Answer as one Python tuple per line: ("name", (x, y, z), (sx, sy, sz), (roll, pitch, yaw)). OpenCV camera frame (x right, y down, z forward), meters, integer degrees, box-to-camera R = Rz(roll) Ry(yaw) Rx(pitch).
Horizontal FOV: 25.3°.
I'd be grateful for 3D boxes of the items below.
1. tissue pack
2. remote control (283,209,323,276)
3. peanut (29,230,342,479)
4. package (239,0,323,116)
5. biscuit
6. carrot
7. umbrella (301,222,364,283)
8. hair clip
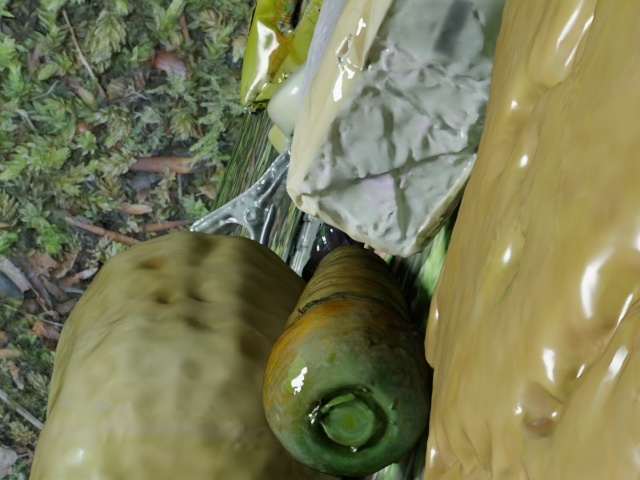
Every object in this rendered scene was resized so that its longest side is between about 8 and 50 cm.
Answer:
("tissue pack", (0.053, -0.123, 0.733), (0.222, 0.090, 0.186), (-84, 17, -57))
("remote control", (0.000, 0.000, 1.055), (0.190, 0.029, 0.087), (173, 115, -81))
("peanut", (-0.075, 0.119, 0.782), (0.387, 0.170, 0.192), (-94, 18, -70))
("package", (0.015, -0.206, 1.135), (0.168, 0.090, 0.226), (-36, -20, -52))
("biscuit", (0.092, -0.058, 0.450), (0.275, 0.052, 0.355), (123, 163, -62))
("carrot", (0.014, 0.039, 0.737), (0.298, 0.078, 0.078), (-86, 16, -77))
("umbrella", (0.026, -0.029, 0.894), (0.144, 0.037, 0.040), (-66, -13, 24))
("hair clip", (-0.013, -0.080, 1.076), (0.218, 0.071, 0.159), (-52, 3, 7))
